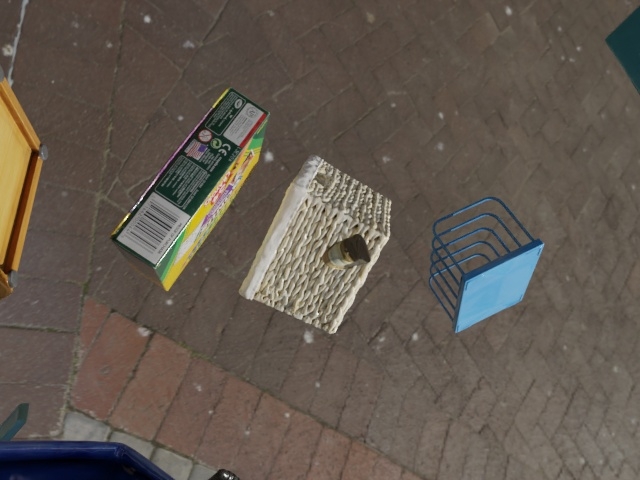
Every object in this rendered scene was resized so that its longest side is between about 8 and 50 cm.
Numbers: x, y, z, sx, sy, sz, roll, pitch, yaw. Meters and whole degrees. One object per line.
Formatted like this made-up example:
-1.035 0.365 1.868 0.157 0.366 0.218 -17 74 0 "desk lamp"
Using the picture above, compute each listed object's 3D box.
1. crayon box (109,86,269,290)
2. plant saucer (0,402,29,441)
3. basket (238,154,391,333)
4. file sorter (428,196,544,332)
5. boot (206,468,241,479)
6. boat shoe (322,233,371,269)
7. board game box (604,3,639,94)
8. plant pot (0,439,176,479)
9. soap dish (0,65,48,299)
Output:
-0.255 -0.088 1.163 0.106 0.313 0.363 34 74 -1 "crayon box"
-0.613 0.388 1.054 0.192 0.067 0.018 -48 119 -2 "plant saucer"
0.000 0.000 1.467 0.266 0.331 0.328 25 22 -2 "basket"
0.227 0.036 0.824 0.118 0.170 0.104 -24 58 -7 "file sorter"
-0.313 0.558 1.185 0.348 0.260 0.131 48 23 -38 "boot"
0.041 0.019 0.868 0.135 0.045 0.050 6 64 -68 "boat shoe"
0.428 -0.169 0.414 0.336 0.254 0.079 11 51 -28 "board game box"
-0.263 0.354 0.583 0.236 0.236 0.212 29 80 -55 "plant pot"
-0.448 -0.077 0.704 0.118 0.229 0.290 -2 59 -5 "soap dish"
